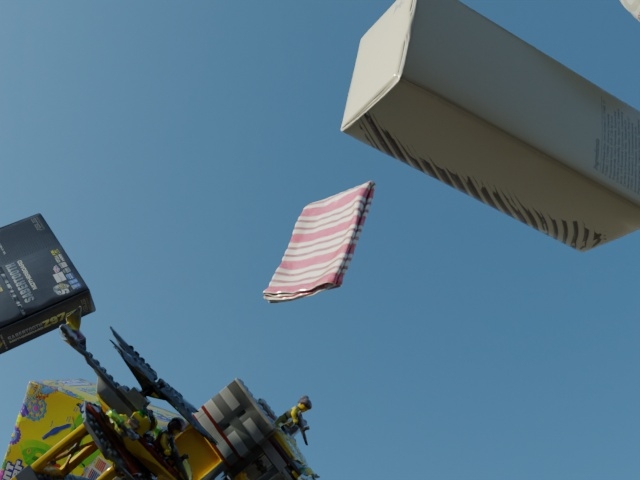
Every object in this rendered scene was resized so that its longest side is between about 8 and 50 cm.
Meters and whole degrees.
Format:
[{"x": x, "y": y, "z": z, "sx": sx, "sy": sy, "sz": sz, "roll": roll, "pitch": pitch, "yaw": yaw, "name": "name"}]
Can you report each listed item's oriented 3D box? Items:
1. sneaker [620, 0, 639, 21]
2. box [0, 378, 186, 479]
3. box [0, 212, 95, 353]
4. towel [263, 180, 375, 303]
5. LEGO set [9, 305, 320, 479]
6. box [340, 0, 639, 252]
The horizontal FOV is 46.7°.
[{"x": 0.287, "y": -0.277, "z": 0.694, "sx": 0.290, "sy": 0.123, "sz": 0.106, "roll": 21, "pitch": -11, "yaw": 14, "name": "sneaker"}, {"x": -0.417, "y": 0.434, "z": 1.358, "sx": 0.279, "sy": 0.177, "sz": 0.290, "roll": 16, "pitch": -94, "yaw": 15, "name": "box"}, {"x": -0.507, "y": 0.068, "z": 1.231, "sx": 0.183, "sy": 0.232, "sz": 0.059, "roll": -25, "pitch": -41, "yaw": -24, "name": "box"}, {"x": 0.000, "y": 0.000, "z": 1.073, "sx": 0.144, "sy": 0.197, "sz": 0.029, "roll": -18, "pitch": -50, "yaw": 42, "name": "towel"}, {"x": -0.054, "y": 0.198, "z": 0.474, "sx": 0.192, "sy": 0.255, "sz": 0.331, "roll": -39, "pitch": -30, "yaw": -8, "name": "LEGO set"}, {"x": 0.162, "y": -0.097, "z": 0.640, "sx": 0.275, "sy": 0.113, "sz": 0.094, "roll": 25, "pitch": -30, "yaw": -19, "name": "box"}]
